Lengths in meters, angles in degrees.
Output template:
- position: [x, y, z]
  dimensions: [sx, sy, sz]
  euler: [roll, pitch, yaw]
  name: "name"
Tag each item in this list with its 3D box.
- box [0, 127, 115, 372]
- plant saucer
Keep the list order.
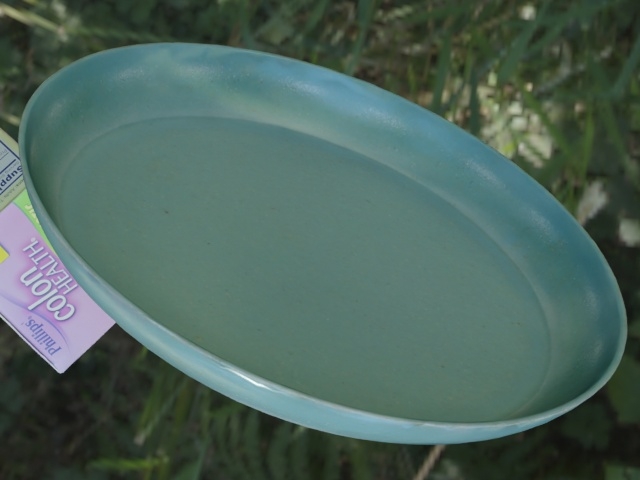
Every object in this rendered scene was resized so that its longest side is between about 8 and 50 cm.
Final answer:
- position: [-0.311, -0.029, 1.489]
  dimensions: [0.243, 0.117, 0.213]
  euler: [40, 169, 36]
  name: "box"
- position: [0.000, 0.000, 0.809]
  dimensions: [0.317, 0.317, 0.043]
  euler: [19, 120, -5]
  name: "plant saucer"
